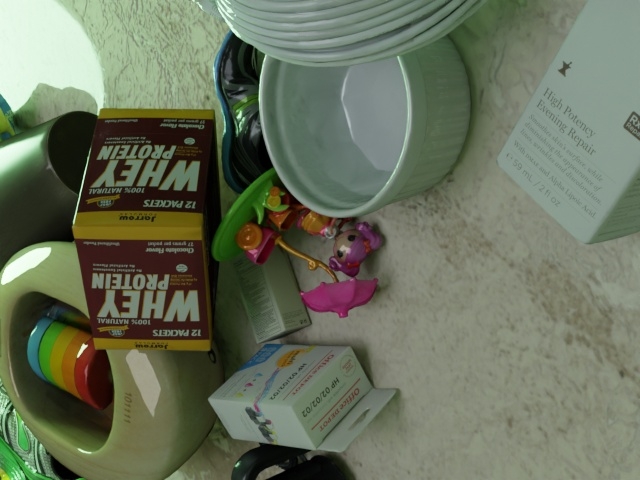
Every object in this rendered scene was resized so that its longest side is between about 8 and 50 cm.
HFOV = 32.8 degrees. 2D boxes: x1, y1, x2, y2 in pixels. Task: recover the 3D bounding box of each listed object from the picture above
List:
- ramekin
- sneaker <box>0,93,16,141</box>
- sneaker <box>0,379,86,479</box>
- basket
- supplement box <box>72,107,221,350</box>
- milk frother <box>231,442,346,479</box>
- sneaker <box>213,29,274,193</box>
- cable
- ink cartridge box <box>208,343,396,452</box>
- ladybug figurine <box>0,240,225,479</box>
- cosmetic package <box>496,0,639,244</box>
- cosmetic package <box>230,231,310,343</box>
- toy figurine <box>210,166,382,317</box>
[{"bbox_3d":[0.047,-0.129,1.035,0.207,0.109,0.207,12,107,47],"label":"ramekin"},{"bbox_3d":[-0.488,-0.129,1.662,0.126,0.091,0.240,-95,5,-56],"label":"sneaker"},{"bbox_3d":[-0.422,0.314,1.654,0.146,0.134,0.343,-42,52,4],"label":"sneaker"},{"bbox_3d":[-0.370,-0.074,1.481,0.227,0.154,0.204,-24,77,44],"label":"basket"},{"bbox_3d":[-0.181,-0.012,1.189,0.194,0.129,0.191,-90,1,-46],"label":"supplement box"},{"bbox_3d":[-0.063,0.280,1.212,0.143,0.135,0.129,-13,93,56],"label":"milk frother"},{"bbox_3d":[-0.072,-0.146,1.208,0.078,0.067,0.188,-4,93,27],"label":"sneaker"},{"bbox_3d":[0.029,-0.252,0.932,0.257,0.257,0.089,46,163,45],"label":"cable"},{"bbox_3d":[-0.021,0.164,1.161,0.181,0.104,0.061,-4,121,48],"label":"ink cartridge box"},{"bbox_3d":[-0.277,0.148,1.407,0.449,0.162,0.305,20,113,43],"label":"ladybug figurine"},{"bbox_3d":[0.245,-0.121,0.839,0.117,0.085,0.231,47,130,31],"label":"cosmetic package"},{"bbox_3d":[-0.059,0.054,1.239,0.060,0.041,0.115,-27,77,47],"label":"cosmetic package"},{"bbox_3d":[0.000,0.000,1.133,0.159,0.130,0.173,39,95,14],"label":"toy figurine"}]
